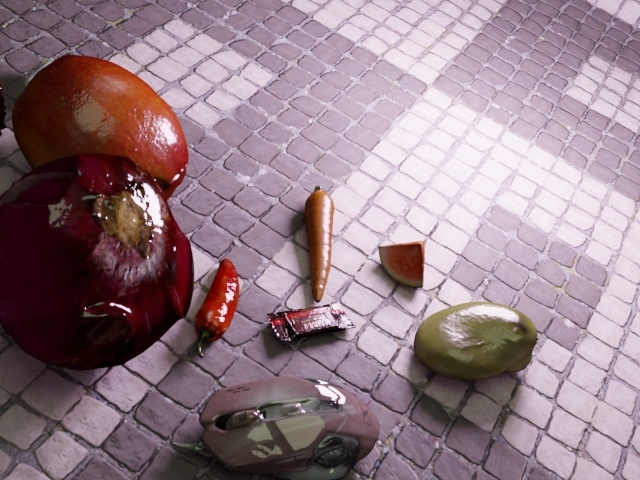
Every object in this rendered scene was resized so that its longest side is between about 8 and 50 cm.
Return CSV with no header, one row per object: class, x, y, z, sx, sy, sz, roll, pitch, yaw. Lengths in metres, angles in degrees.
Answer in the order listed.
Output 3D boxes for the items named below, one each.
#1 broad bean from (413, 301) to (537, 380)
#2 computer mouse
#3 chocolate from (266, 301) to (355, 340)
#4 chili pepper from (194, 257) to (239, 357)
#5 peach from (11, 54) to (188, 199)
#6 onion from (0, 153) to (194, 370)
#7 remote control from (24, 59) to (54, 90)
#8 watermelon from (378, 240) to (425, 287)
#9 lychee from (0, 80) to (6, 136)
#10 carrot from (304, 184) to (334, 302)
broad bean,0.321,0.205,1.830,0.263,0.121,0.189,-3,46,-22
computer mouse,-0.068,0.322,1.566,0.389,0.115,0.199,1,44,-22
chocolate,-0.019,0.166,1.797,0.182,0.028,0.086,-10,45,-31
chili pepper,-0.201,0.126,1.741,0.071,0.063,0.272,28,40,-12
peach,-0.443,-0.204,1.798,0.373,0.372,0.290,36,78,14
onion,-0.462,0.055,1.565,0.420,0.398,0.398,-14,38,24
remote control,-0.508,-0.308,2.031,0.335,0.065,0.128,24,42,2
watermelon,0.208,0.043,1.959,0.125,0.094,0.135,-2,53,-34
lychee,-0.765,-0.288,1.799,0.271,0.271,0.271,11,45,-11
carrot,0.000,0.000,1.940,0.069,0.069,0.336,10,48,-13
